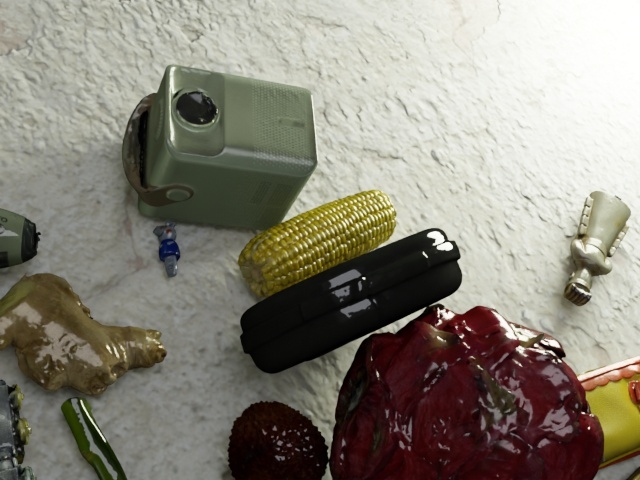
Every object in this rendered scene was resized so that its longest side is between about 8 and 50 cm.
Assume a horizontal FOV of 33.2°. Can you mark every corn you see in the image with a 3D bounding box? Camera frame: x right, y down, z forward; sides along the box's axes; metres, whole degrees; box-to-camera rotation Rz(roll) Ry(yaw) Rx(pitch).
[{"bbox_3d":[0.000,0.000,1.479,0.244,0.093,0.093,-28,75,-32],"label":"corn"}]

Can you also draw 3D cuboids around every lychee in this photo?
[{"bbox_3d":[-0.054,0.254,1.303,0.123,0.123,0.129,2,53,-21],"label":"lychee"}]

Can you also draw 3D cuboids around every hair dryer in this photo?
[{"bbox_3d":[-0.475,0.030,1.272,0.219,0.088,0.225,18,48,6],"label":"hair dryer"}]

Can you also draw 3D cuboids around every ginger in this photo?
[{"bbox_3d":[-0.300,0.126,1.303,0.213,0.074,0.137,30,55,-11],"label":"ginger"}]

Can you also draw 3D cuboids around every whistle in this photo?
[{"bbox_3d":[-0.204,0.012,1.430,0.033,0.029,0.083,-19,60,10],"label":"whistle"}]

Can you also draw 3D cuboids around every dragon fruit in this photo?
[{"bbox_3d":[0.168,0.228,1.292,0.329,0.329,0.329,10,59,-17],"label":"dragon fruit"}]

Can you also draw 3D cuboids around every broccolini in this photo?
[{"bbox_3d":[-0.177,0.342,1.243,0.079,0.074,0.392,-35,74,9],"label":"broccolini"}]

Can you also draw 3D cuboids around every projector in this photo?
[{"bbox_3d":[-0.140,-0.121,1.440,0.243,0.177,0.163,8,58,-17],"label":"projector"}]

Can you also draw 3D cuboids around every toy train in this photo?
[{"bbox_3d":[-0.353,0.255,1.206,0.060,0.081,0.202,-4,57,-25],"label":"toy train"}]

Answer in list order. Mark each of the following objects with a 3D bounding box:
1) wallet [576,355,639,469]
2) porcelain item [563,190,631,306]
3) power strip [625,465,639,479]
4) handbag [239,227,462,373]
[{"bbox_3d":[0.416,0.243,1.529,0.241,0.067,0.141,-13,66,-27],"label":"wallet"},{"bbox_3d":[0.421,0.018,1.662,0.084,0.054,0.213,31,55,-1],"label":"porcelain item"},{"bbox_3d":[0.388,0.396,1.445,0.305,0.044,0.064,-32,79,-32],"label":"power strip"},{"bbox_3d":[0.044,0.077,1.360,0.308,0.254,0.093,-22,85,-29],"label":"handbag"}]
